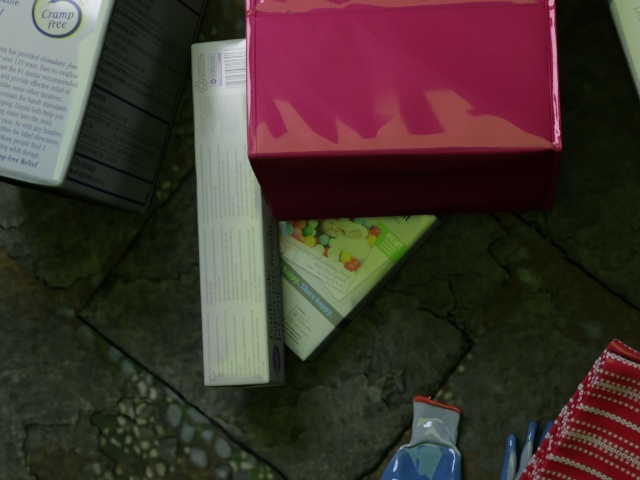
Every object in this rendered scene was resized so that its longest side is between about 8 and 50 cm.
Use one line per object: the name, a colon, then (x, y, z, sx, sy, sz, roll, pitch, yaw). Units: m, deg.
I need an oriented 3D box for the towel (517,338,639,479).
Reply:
towel: (0.272, 0.239, 1.686, 0.199, 0.031, 0.275, 30, 119, 5)

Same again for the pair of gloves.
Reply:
pair of gloves: (0.149, 0.234, 1.783, 0.198, 0.023, 0.159, 11, 88, 13)

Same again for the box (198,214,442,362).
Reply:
box: (0.000, 0.000, 1.825, 0.145, 0.038, 0.186, 44, 93, 12)

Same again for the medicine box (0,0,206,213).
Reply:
medicine box: (-0.225, -0.187, 1.771, 0.149, 0.263, 0.289, 14, 88, 12)

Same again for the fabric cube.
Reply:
fabric cube: (0.074, -0.167, 1.690, 0.258, 0.254, 0.259, -2, 78, 5)

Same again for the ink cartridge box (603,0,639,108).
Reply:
ink cartridge box: (0.442, -0.263, 1.692, 0.395, 0.166, 0.285, -19, 82, 9)

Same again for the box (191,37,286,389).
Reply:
box: (-0.077, -0.025, 1.792, 0.067, 0.063, 0.324, -5, 83, 13)
